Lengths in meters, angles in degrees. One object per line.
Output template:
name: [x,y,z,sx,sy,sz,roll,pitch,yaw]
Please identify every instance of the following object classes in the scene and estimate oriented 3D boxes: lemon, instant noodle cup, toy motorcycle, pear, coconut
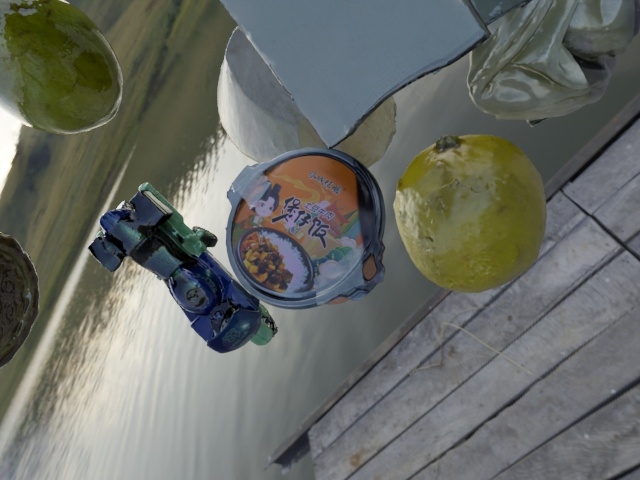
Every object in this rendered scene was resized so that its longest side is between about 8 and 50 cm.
lemon: [0.260,-0.042,0.788,0.260,0.261,0.283,-142,49,-63]
instant noodle cup: [0.000,0.000,0.516,0.178,0.125,0.208,-38,62,6]
toy motorcycle: [-0.196,0.061,0.707,0.125,0.331,0.196,-47,10,3]
pear: [-0.541,-0.345,0.873,0.253,0.307,0.252,-14,60,26]
coconut: [-0.032,-0.316,0.942,0.344,0.416,0.415,-47,32,21]

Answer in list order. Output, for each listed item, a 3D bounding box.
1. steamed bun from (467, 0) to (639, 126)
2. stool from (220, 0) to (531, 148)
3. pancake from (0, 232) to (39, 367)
steamed bun: [0.401,-0.369,0.765,0.238,0.394,0.346,6,74,36]
stool: [0.043,-0.269,0.395,0.170,0.269,0.244,-27,12,49]
pancake: [-0.444,0.077,0.598,0.190,0.020,0.184,68,-153,-68]
